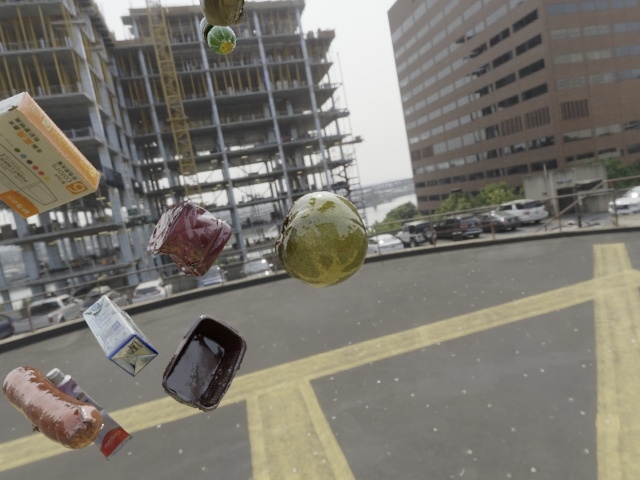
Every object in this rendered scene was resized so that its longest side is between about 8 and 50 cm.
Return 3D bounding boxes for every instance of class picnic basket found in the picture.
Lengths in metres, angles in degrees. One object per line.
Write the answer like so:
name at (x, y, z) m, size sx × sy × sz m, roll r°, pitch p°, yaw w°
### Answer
picnic basket at (-0.400, 0.422, 1.379) m, size 0.129 × 0.223 × 0.296 m, roll -40°, pitch 20°, yaw 44°

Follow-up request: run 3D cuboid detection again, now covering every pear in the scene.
pear at (0.000, 0.000, 0.671) m, size 0.137 × 0.167 × 0.167 m, roll 14°, pitch 1°, yaw -12°

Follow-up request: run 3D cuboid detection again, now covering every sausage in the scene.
sausage at (-0.619, 0.375, 0.925) m, size 0.419 × 0.094 × 0.094 m, roll 3°, pitch -18°, yaw 36°

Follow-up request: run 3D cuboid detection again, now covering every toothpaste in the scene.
toothpaste at (-0.627, 0.463, 1.095) m, size 0.048 × 0.301 × 0.075 m, roll -17°, pitch 23°, yaw 25°

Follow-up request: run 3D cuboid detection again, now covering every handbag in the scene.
handbag at (-0.307, -0.004, 0.943) m, size 0.135 × 0.146 × 0.225 m, roll 35°, pitch -19°, yaw -28°

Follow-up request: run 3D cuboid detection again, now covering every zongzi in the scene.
zongzi at (-0.210, -0.519, 0.790) m, size 0.099 × 0.194 × 0.197 m, roll 11°, pitch 34°, yaw 3°

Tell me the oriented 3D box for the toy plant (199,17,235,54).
toy plant at (-0.334, -0.670, 1.333) m, size 0.093 × 0.162 × 0.092 m, roll -25°, pitch -32°, yaw -17°

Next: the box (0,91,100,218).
box at (-0.733, -0.201, 1.014) m, size 0.221 × 0.273 × 0.091 m, roll -22°, pitch 48°, yaw 4°

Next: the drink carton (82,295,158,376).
drink carton at (-0.680, 0.314, 1.374) m, size 0.106 × 0.130 × 0.315 m, roll -44°, pitch 42°, yaw -20°
